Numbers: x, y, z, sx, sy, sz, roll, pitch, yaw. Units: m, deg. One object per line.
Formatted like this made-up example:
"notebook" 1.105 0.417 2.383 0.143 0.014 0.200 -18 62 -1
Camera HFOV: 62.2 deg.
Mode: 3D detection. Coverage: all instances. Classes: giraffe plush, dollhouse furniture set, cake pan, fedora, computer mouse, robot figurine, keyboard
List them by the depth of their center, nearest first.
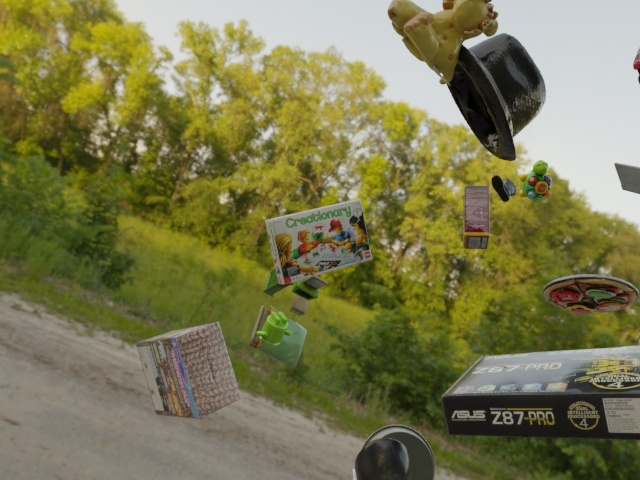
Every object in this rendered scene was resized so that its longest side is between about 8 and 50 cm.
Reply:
"keyboard" 0.710 -0.110 1.088 0.072 0.014 0.256 63 -6 -22
"giraffe plush" 0.266 -0.446 1.091 0.210 0.170 0.181 53 13 14
"computer mouse" 0.145 0.547 1.150 0.188 0.272 0.072 -8 27 -5
"fedora" 0.412 -0.353 1.228 0.334 0.152 0.334 57 7 -11
"robot figurine" -0.138 0.263 1.547 0.101 0.115 0.067 4 31 -44
"dollhouse furniture set" -0.095 0.244 1.782 0.197 0.301 0.151 31 -37 -22
"cake pan" 0.286 0.831 1.945 0.293 0.293 0.054 22 -16 -1

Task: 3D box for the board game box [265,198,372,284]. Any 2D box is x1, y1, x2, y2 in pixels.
"board game box" 0.000 0.000 1.587 0.305 0.193 0.053 -15 7 -26

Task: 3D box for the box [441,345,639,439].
"box" 0.494 0.312 1.107 0.395 0.097 0.318 -12 -3 32

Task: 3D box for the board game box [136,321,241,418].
"board game box" -0.396 0.382 1.567 0.141 0.232 0.291 -16 -1 -42

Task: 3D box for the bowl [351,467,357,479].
"bowl" 0.171 0.803 1.702 0.134 0.298 0.298 -2 -2 0

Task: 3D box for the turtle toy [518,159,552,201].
"turtle toy" 0.655 -0.178 1.598 0.095 0.130 0.066 -4 16 -2

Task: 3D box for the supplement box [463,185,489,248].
"supplement box" 0.518 -0.077 1.769 0.081 0.188 0.104 2 -26 13

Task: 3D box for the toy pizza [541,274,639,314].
"toy pizza" 0.618 0.133 1.222 0.201 0.032 0.201 10 -26 5

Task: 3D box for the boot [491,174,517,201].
"boot" 0.716 -0.214 2.064 0.045 0.099 0.121 -23 -79 46

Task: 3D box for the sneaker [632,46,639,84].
"sneaker" 0.905 -0.421 1.403 0.299 0.112 0.121 33 -1 -33
